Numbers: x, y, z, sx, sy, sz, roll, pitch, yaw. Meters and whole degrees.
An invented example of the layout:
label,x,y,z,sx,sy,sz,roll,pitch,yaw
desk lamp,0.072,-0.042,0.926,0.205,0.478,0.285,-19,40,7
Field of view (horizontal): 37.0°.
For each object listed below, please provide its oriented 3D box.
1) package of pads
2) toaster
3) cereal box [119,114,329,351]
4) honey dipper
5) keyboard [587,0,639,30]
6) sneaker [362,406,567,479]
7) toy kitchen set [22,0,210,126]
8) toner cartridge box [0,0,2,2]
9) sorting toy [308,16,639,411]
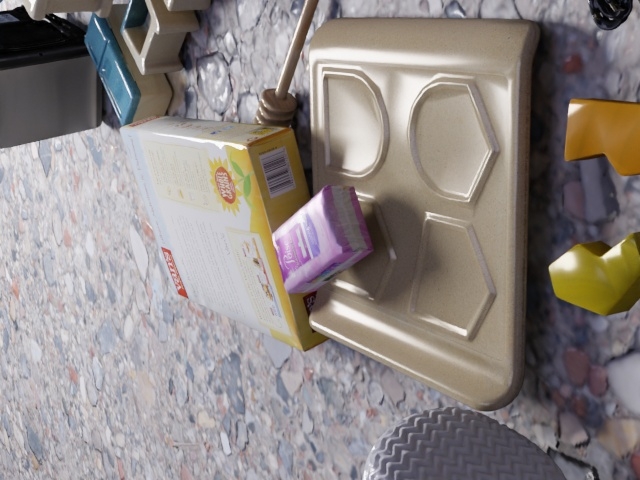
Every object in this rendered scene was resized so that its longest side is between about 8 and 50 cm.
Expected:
label,x,y,z,sx,sy,sz,roll,pitch,yaw
package of pads,0.000,0.000,0.656,0.083,0.032,0.050,-38,62,53
toaster,-0.346,-0.195,1.090,0.168,0.186,0.110,34,130,38
cereal box,-0.082,-0.016,0.813,0.240,0.047,0.173,17,127,55
honey dipper,-0.019,-0.144,0.721,0.030,0.030,0.160,52,136,35
keyboard,0.160,-0.151,0.444,0.108,0.023,0.180,-35,70,49
sneaker,0.136,0.282,0.525,0.366,0.137,0.210,50,146,32
toy kitchen set,-0.216,-0.207,0.875,0.122,0.166,0.207,63,145,22
toner cartridge box,-0.310,-0.336,0.917,0.348,0.075,0.165,-26,69,31
sorting toy,0.089,-0.019,0.587,0.307,0.041,0.229,19,112,54
